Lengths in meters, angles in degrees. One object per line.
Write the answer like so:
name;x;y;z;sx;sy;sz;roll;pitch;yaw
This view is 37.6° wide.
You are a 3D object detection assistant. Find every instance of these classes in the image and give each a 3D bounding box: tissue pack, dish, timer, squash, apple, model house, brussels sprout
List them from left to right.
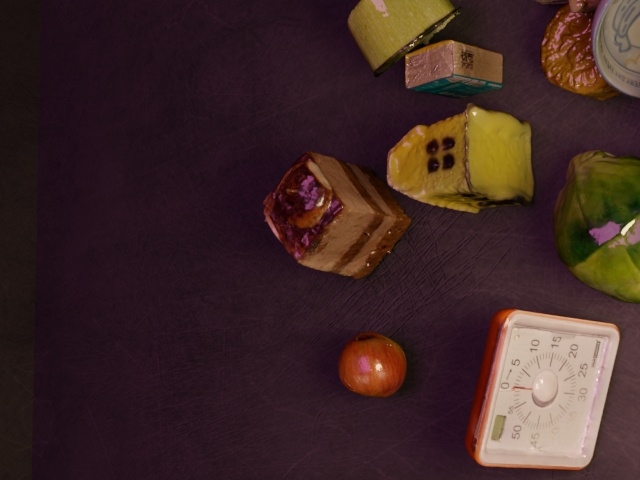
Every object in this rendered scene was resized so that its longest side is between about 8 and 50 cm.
apple;0.106;0.250;1.913;0.146;0.146;0.147;-8;78;45
squash;0.167;-0.434;1.885;0.220;0.220;0.133;-37;85;36
tissue pack;0.259;-0.330;1.815;0.120;0.169;0.082;-9;83;45
model house;0.256;-0.147;1.778;0.234;0.193;0.175;-3;83;48
timer;0.349;0.243;1.578;0.161;0.250;0.258;16;96;46
brussels sprout;0.487;-0.026;1.519;0.219;0.210;0.271;-45;39;26
dish;0.552;-0.367;1.478;0.273;0.273;0.134;-43;33;34

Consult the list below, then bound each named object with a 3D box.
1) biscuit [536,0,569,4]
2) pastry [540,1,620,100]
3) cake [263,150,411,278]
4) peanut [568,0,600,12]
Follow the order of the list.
biscuit;0.552;-0.487;1.598;0.426;0.078;0.144;10;91;46
pastry;0.476;-0.336;1.636;0.188;0.103;0.189;-10;77;45
cake;0.011;-0.050;1.945;0.199;0.293;0.196;-48;55;25
peanut;0.476;-0.452;1.547;0.187;0.082;0.082;-54;49;11
